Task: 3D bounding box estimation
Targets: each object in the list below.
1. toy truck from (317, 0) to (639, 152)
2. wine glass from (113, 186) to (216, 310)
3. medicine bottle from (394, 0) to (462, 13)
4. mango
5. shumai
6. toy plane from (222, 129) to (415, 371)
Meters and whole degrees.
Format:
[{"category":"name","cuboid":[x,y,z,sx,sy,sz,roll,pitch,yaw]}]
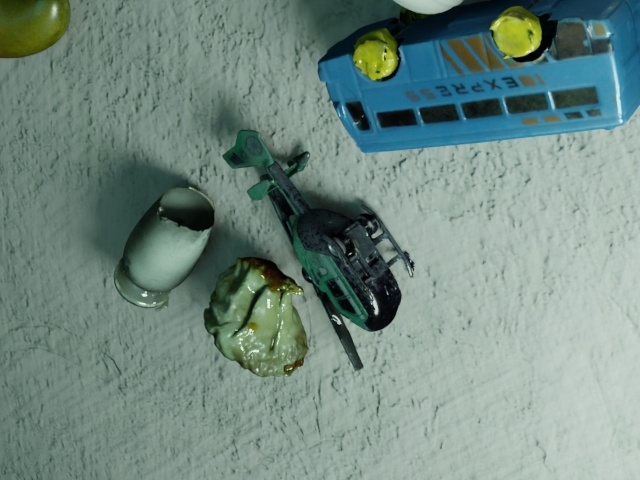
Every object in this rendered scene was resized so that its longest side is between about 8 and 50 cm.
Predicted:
[{"category":"toy truck","cuboid":[0.188,-0.205,1.345,0.385,0.161,0.162,-3,117,34]},{"category":"wine glass","cuboid":[-0.242,0.013,1.752,0.111,0.111,0.204,45,131,9]},{"category":"medicine bottle","cuboid":[0.172,-0.412,1.209,0.302,0.241,0.241,-30,92,30]},{"category":"mango","cuboid":[-0.507,-0.353,1.761,0.289,0.129,0.146,18,110,22]},{"category":"shumai","cuboid":[-0.073,0.103,1.677,0.184,0.184,0.142,47,109,8]},{"category":"toy plane","cuboid":[0.000,0.000,1.598,0.382,0.106,0.155,55,140,-5]}]
